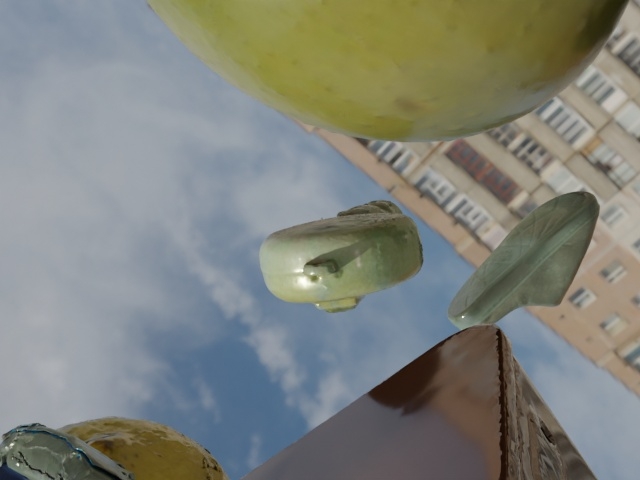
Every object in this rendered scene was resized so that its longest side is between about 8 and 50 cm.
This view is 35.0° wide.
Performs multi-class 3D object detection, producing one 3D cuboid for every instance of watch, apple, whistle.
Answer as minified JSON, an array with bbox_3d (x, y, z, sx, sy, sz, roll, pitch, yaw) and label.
[{"bbox_3d":[-0.269,0.271,0.769,0.068,0.276,0.275,42,-120,-37],"label":"watch"},{"bbox_3d":[0.044,-0.248,0.651,0.360,0.311,0.320,14,-119,-25],"label":"apple"},{"bbox_3d":[0.027,0.007,0.827,0.258,0.126,0.067,-39,-59,-73],"label":"whistle"}]

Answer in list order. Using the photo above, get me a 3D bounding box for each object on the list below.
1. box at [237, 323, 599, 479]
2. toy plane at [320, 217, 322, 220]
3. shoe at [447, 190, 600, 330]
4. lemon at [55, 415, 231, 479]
[{"bbox_3d":[0.021,0.251,0.530,0.229,0.339,0.239,52,-162,-9],"label":"box"},{"bbox_3d":[0.003,-0.001,1.761,0.024,0.084,0.078,-12,-87,-25],"label":"toy plane"},{"bbox_3d":[0.221,0.035,1.055,0.078,0.195,0.079,48,-179,-18],"label":"shoe"},{"bbox_3d":[-0.244,0.392,1.164,0.349,0.387,0.350,2,-153,-1],"label":"lemon"}]
